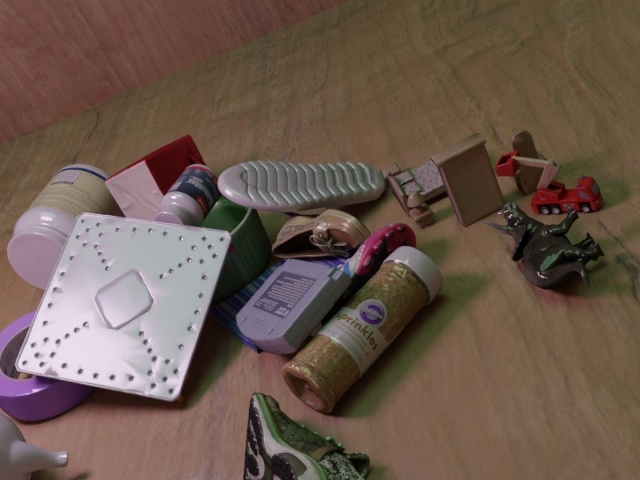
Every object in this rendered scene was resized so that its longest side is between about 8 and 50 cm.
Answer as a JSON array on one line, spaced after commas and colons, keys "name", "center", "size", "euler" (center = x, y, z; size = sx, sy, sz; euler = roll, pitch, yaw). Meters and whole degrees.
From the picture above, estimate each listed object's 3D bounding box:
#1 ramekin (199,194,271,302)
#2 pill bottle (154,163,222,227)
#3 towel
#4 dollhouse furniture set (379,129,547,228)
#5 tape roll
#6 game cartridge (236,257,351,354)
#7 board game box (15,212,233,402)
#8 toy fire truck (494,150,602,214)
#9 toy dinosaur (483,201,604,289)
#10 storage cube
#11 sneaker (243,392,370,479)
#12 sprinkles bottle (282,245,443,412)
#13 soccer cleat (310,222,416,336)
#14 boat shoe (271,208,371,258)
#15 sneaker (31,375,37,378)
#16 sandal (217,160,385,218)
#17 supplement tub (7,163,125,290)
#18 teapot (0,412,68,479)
[{"name": "ramekin", "center": [-0.266, 0.018, 2.210], "size": [0.303, 0.148, 0.303], "euler": [-20, 30, 12]}, {"name": "pill bottle", "center": [-0.308, -0.086, 2.147], "size": [0.108, 0.108, 0.180], "euler": [-7, 36, 30]}, {"name": "towel", "center": [-0.065, 0.098, 2.039], "size": [0.336, 0.040, 0.243], "euler": [-36, 30, -16]}, {"name": "dollhouse furniture set", "center": [0.297, -0.202, 2.095], "size": [0.303, 0.174, 0.355], "euler": [-26, 30, 0]}, {"name": "tape roll", "center": [-0.623, 0.273, 2.096], "size": [0.274, 0.090, 0.275], "euler": [-11, 40, 9]}, {"name": "game cartridge", "center": [-0.065, 0.129, 1.815], "size": [0.198, 0.062, 0.297], "euler": [-54, 19, -10]}, {"name": "board game box", "center": [-0.416, 0.138, 1.994], "size": [0.389, 0.050, 0.390], "euler": [7, 64, 18]}, {"name": "toy fire truck", "center": [0.463, -0.119, 1.871], "size": [0.192, 0.135, 0.047], "euler": [-2, 38, 37]}, {"name": "toy dinosaur", "center": [0.433, 0.034, 1.708], "size": [0.160, 0.121, 0.313], "euler": [-33, 33, 13]}, {"name": "storage cube", "center": [-0.426, -0.145, 2.492], "size": [0.215, 0.184, 0.193], "euler": [-19, 14, 39]}, {"name": "sneaker", "center": [-0.016, 0.373, 1.516], "size": [0.182, 0.158, 0.410], "euler": [5, 13, -20]}, {"name": "sprinkles bottle", "center": [0.084, 0.163, 1.738], "size": [0.121, 0.121, 0.355], "euler": [11, 47, 47]}, {"name": "soccer cleat", "center": [0.066, 0.073, 1.900], "size": [0.143, 0.116, 0.331], "euler": [1, 38, 47]}, {"name": "boat shoe", "center": [0.000, 0.000, 2.021], "size": [0.285, 0.104, 0.089], "euler": [-8, 39, 56]}, {"name": "sneaker", "center": [-0.659, 0.290, 2.201], "size": [0.057, 0.047, 0.119], "euler": [-21, 37, -3]}, {"name": "sandal", "center": [-0.039, -0.104, 2.174], "size": [0.416, 0.102, 0.169], "euler": [-2, 41, -22]}, {"name": "supplement tub", "center": [-0.695, -0.037, 2.545], "size": [0.235, 0.235, 0.325], "euler": [-12, 32, 23]}, {"name": "teapot", "center": [-0.663, 0.452, 1.814], "size": [0.256, 0.187, 0.253], "euler": [31, 88, 38]}]
